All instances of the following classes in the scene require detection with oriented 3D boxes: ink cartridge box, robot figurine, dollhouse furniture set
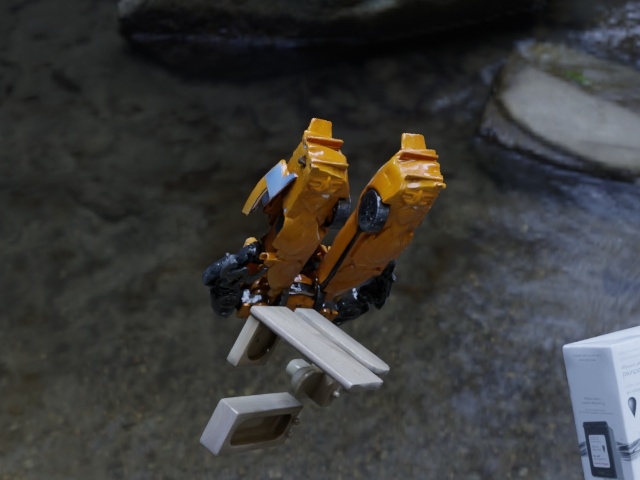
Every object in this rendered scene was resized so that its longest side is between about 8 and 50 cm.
[{"bbox_3d":[0.262,0.161,0.916,0.104,0.180,0.060,-10,0,-30],"label":"ink cartridge box"},{"bbox_3d":[0.000,0.000,1.202,0.211,0.291,0.085,7,54,-23],"label":"robot figurine"},{"bbox_3d":[-0.014,0.158,1.084,0.123,0.151,0.144,35,15,29],"label":"dollhouse furniture set"}]
